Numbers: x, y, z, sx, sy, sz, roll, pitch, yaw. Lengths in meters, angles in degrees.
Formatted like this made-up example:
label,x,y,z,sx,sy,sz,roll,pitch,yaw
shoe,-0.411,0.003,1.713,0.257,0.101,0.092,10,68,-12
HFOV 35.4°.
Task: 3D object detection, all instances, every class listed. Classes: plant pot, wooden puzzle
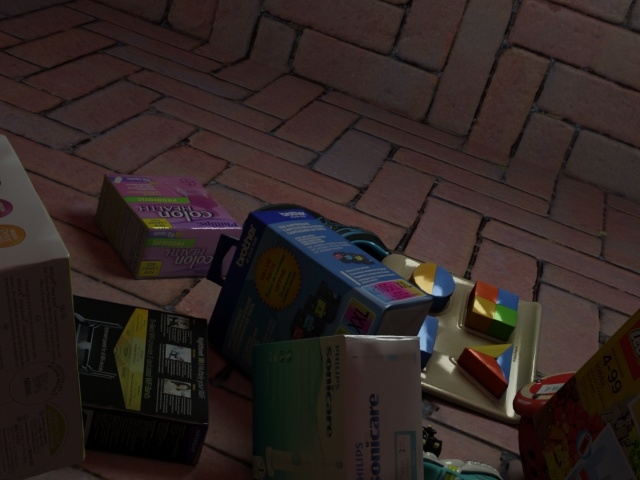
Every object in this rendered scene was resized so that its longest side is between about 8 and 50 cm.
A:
label,x,y,z,sx,sy,sz,roll,pitch,yaw
plant pot,0.421,0.318,1.676,0.191,0.174,0.191,-14,5,1
wooden puzzle,0.262,0.171,1.967,0.347,0.080,0.322,17,44,2

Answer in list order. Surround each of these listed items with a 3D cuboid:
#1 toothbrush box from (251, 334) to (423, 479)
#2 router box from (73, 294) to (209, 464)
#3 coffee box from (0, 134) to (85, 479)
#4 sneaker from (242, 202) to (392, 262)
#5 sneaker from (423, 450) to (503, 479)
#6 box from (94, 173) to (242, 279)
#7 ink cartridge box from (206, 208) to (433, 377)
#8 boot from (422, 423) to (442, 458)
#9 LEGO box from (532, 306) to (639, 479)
label,x,y,z,sx,sy,sz,roll,pitch,yaw
toothbrush box,0.016,0.248,1.422,0.126,0.216,0.295,4,-11,-27
router box,-0.305,0.213,1.598,0.243,0.081,0.309,12,25,-12
coffee box,-0.512,0.104,1.291,0.334,0.338,0.337,-13,36,-24
sneaker,0.000,0.000,2.180,0.340,0.125,0.139,9,8,-18
sneaker,0.176,0.392,1.532,0.275,0.107,0.110,8,35,-20
box,-0.318,-0.033,2.074,0.213,0.117,0.243,0,30,-35
ink cartridge box,-0.034,0.122,1.749,0.395,0.270,0.151,35,24,35
boot,0.115,0.282,1.566,0.178,0.236,0.085,13,37,-21
LEGO box,0.505,0.361,1.294,0.193,0.372,0.500,7,48,-21
